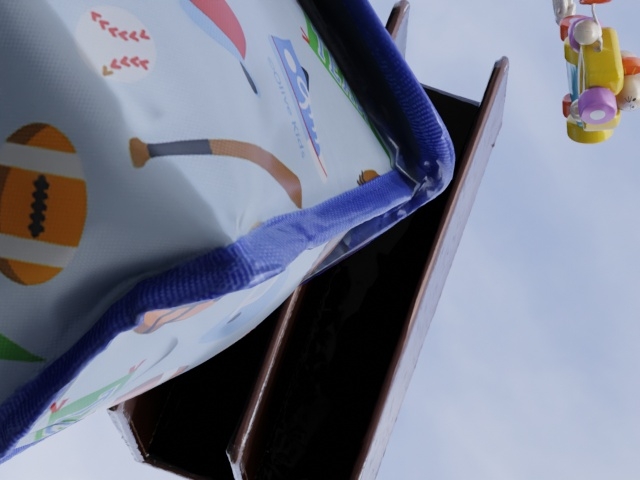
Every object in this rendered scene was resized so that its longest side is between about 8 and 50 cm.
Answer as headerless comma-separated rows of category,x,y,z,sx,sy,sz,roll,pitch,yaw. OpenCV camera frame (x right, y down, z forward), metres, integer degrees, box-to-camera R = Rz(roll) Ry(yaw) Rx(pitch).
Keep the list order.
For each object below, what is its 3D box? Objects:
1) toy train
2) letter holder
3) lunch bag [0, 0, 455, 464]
toy train,0.148,-0.115,0.973,0.166,0.046,0.125,61,25,-81
letter holder,0.000,0.000,1.137,0.214,0.152,0.302,87,23,-74
lunch bag,-0.116,-0.099,0.810,0.239,0.385,0.328,-33,-93,17
